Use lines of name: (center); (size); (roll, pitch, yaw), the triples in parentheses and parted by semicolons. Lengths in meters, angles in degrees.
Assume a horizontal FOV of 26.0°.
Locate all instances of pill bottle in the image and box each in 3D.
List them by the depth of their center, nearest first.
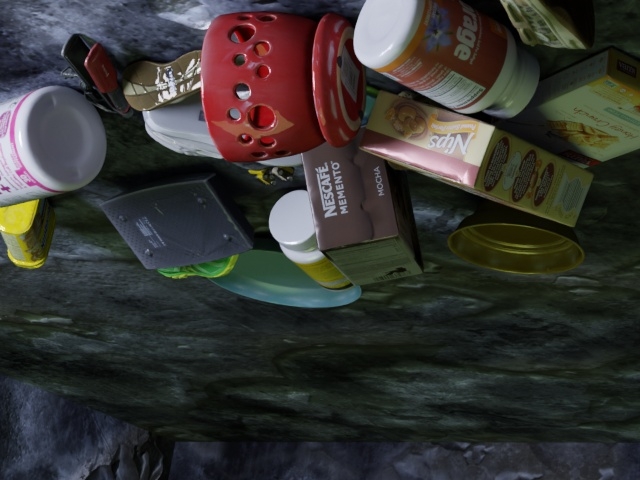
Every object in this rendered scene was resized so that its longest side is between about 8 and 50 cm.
pill bottle: (0.157, -0.227, 1.673); (0.216, 0.121, 0.121); (22, 157, -32)
pill bottle: (-0.477, -0.136, 2.157); (0.283, 0.160, 0.160); (-10, 152, 44)
pill bottle: (0.000, 0.000, 2.370); (0.119, 0.119, 0.208); (0, 159, 26)

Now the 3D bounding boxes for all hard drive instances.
hard drive: (-0.243, -0.036, 2.387); (0.254, 0.054, 0.172); (-11, 125, 38)

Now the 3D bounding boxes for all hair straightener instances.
hair straightener: (-0.326, -0.237, 2.010); (0.089, 0.047, 0.230); (24, 170, 17)

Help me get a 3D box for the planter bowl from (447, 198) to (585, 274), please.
planter bowl: (0.314, -0.024, 2.198); (0.217, 0.090, 0.217); (9, 160, 3)

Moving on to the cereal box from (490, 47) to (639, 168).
cereal box: (0.365, -0.168, 1.842); (0.173, 0.047, 0.240); (20, 158, -26)

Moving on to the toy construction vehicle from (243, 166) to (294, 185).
toy construction vehicle: (-0.087, -0.121, 2.217); (0.086, 0.035, 0.098); (5, 160, 46)

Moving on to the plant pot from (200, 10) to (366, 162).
plant pot: (-0.041, -0.195, 1.754); (0.174, 0.191, 0.191); (0, 158, 18)

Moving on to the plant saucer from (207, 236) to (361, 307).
plant saucer: (-0.074, 0.059, 2.681); (0.317, 0.044, 0.317); (8, 161, 3)

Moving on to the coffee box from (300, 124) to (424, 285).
coffee box: (0.066, -0.046, 2.040); (0.119, 0.168, 0.297); (-12, 166, 9)

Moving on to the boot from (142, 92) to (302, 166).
boot: (-0.136, -0.163, 2.062); (0.258, 0.095, 0.123); (16, 170, -5)

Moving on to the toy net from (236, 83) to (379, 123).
toy net: (-0.027, -0.193, 1.972); (0.232, 0.045, 0.122); (10, 166, 4)

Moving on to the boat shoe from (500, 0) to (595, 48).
boat shoe: (0.217, -0.281, 1.519); (0.089, 0.104, 0.285); (-5, 156, 29)

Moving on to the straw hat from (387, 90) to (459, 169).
straw hat: (0.123, -0.172, 1.917); (0.061, 0.144, 0.144); (43, 178, 31)

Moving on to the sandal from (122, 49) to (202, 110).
sandal: (-0.206, -0.224, 1.951); (0.180, 0.072, 0.049); (-10, 174, 35)

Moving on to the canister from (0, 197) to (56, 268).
canister: (-0.533, -0.036, 2.515); (0.073, 0.126, 0.170); (9, 159, 1)

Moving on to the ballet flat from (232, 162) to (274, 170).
ballet flat: (-0.077, -0.140, 2.133); (0.173, 0.049, 0.057); (2, 117, 33)

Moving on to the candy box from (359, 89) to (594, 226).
candy box: (0.215, -0.105, 1.854); (0.183, 0.087, 0.316); (21, -177, 34)

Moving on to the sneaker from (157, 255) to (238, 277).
sneaker: (-0.242, 0.009, 2.523); (0.123, 0.109, 0.295); (23, 156, -35)
